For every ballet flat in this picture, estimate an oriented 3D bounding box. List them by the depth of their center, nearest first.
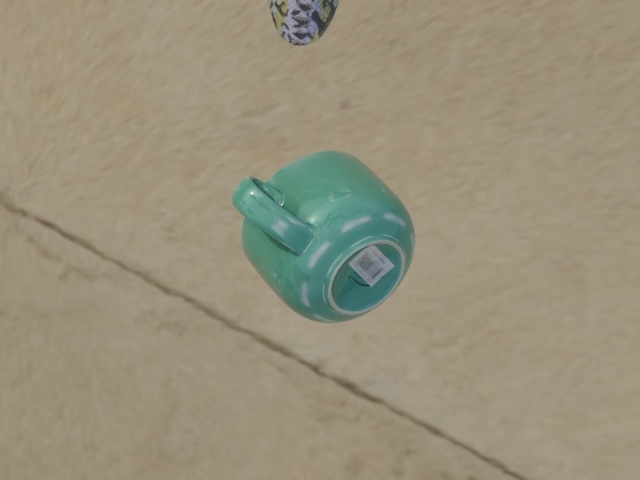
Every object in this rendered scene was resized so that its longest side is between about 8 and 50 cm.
[{"bbox_3d":[-0.006,-0.154,0.808,0.041,0.041,0.114,12,80,-11],"label":"ballet flat"}]

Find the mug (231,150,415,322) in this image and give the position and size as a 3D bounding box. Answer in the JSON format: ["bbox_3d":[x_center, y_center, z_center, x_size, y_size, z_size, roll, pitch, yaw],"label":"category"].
[{"bbox_3d":[0.002,0.006,1.356,0.157,0.097,0.129,-13,131,-30],"label":"mug"}]
